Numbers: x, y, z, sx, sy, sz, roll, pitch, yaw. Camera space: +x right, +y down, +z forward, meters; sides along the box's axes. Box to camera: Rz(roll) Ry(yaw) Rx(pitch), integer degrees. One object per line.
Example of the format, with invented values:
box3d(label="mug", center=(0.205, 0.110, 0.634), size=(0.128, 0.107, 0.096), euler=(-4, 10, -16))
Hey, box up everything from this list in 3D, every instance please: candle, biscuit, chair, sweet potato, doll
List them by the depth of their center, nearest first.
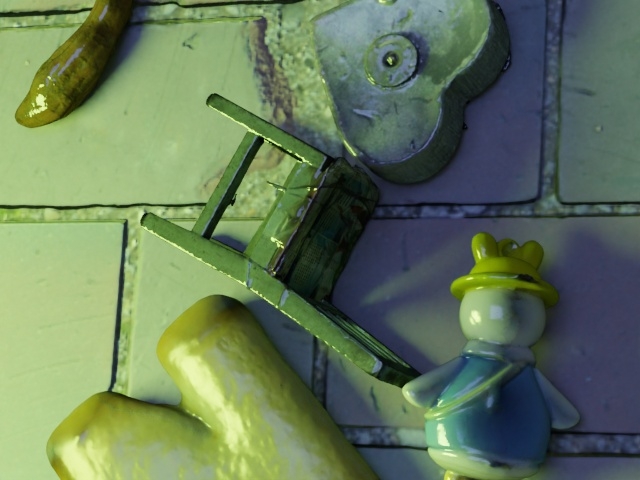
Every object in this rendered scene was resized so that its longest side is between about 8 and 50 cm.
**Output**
box3d(label="doll", center=(0.147, 0.112, 1.547), size=(0.135, 0.099, 0.241), euler=(3, 77, 22))
box3d(label="chair", center=(0.000, 0.000, 1.603), size=(0.270, 0.136, 0.147), euler=(30, 91, 24))
box3d(label="biscuit", center=(-0.091, 0.216, 1.630), size=(0.237, 0.062, 0.290), euler=(-41, 70, 7))
box3d(label="candle", center=(0.068, -0.156, 1.650), size=(0.168, 0.068, 0.192), euler=(26, 84, 24))
box3d(label="sweet potato", center=(-0.228, -0.178, 1.771), size=(0.053, 0.054, 0.182), euler=(37, 90, 14))
